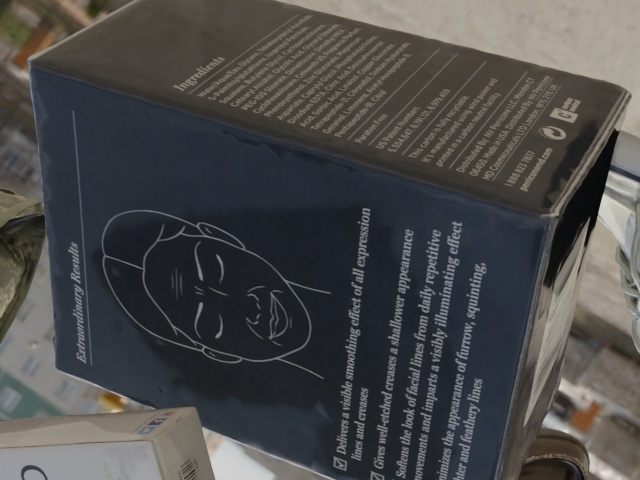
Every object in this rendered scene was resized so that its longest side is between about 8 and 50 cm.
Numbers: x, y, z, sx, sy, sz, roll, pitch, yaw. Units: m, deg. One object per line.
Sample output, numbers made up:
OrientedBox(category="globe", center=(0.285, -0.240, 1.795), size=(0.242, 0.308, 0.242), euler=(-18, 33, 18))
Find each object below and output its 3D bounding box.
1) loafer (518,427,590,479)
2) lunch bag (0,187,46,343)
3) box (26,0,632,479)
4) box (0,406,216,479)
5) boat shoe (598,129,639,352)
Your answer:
OrientedBox(category="loafer", center=(0.159, 0.338, 1.249), size=(0.130, 0.366, 0.134), euler=(-128, 17, -61))
OrientedBox(category="lunch bag", center=(-0.445, 0.041, 1.124), size=(0.235, 0.287, 0.169), euler=(13, 153, 14))
OrientedBox(category="box", center=(0.000, 0.000, 0.858), size=(0.395, 0.212, 0.293), euler=(18, 126, 19))
OrientedBox(category="box", center=(-0.197, 0.240, 0.760), size=(0.322, 0.232, 0.058), euler=(-9, -169, 31))
OrientedBox(category="boat shoe", center=(0.314, 0.031, 0.929), size=(0.367, 0.156, 0.136), euler=(29, -177, -11))
